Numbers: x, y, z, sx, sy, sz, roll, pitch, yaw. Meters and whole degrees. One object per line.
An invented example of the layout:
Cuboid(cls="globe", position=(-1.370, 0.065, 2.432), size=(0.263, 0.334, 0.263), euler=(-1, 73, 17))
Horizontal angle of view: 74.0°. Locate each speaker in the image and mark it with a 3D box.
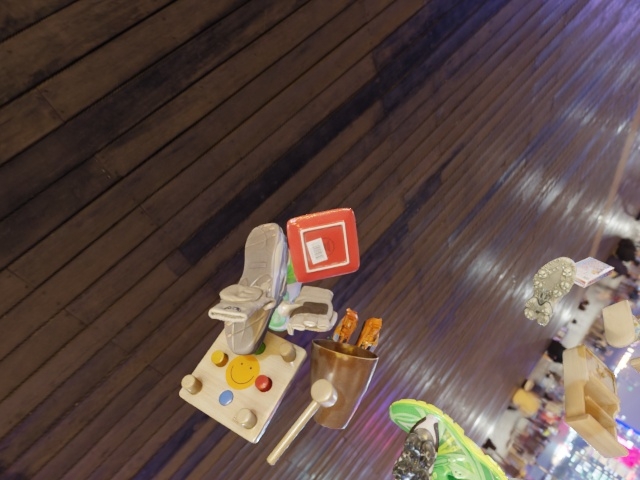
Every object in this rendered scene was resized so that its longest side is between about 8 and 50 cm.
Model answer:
Cuboid(cls="speaker", position=(-0.128, 0.173, 1.398), size=(0.131, 0.131, 0.297), euler=(-30, 148, -32))

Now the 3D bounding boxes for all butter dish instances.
Cuboid(cls="butter dish", position=(0.000, 0.000, 1.010), size=(0.159, 0.118, 0.160), euler=(-12, 110, -9))

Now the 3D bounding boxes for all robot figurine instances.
Cuboid(cls="robot figurine", position=(0.128, 0.411, 1.709), size=(0.085, 0.210, 0.291), euler=(-72, 180, -57))

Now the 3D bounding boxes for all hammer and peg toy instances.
Cuboid(cls="hammer and peg toy", position=(-0.157, 0.367, 1.079), size=(0.266, 0.360, 0.127), euler=(-56, 151, -27))

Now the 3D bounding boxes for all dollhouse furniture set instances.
Cuboid(cls="dollhouse furniture set", position=(0.865, 0.373, 1.100), size=(0.394, 0.362, 0.257), euler=(-39, -166, 43))

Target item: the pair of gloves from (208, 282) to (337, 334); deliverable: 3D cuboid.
Cuboid(cls="pair of gloves", position=(-0.086, 0.135, 0.857), size=(0.239, 0.204, 0.042), euler=(6, 102, -3))

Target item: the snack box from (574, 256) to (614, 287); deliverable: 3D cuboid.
Cuboid(cls="snack box", position=(0.687, 0.079, 1.092), size=(0.178, 0.064, 0.022), euler=(-10, 122, -37))

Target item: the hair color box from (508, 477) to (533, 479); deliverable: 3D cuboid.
Cuboid(cls="hair color box", position=(0.602, 0.805, 1.254), size=(0.347, 0.105, 0.174), euler=(74, 12, -63))

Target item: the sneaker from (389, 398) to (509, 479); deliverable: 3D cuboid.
Cuboid(cls="sneaker", position=(0.263, 0.463, 0.918), size=(0.123, 0.295, 0.110), euler=(-34, 146, -32))

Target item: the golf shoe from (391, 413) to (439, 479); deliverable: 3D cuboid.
Cuboid(cls="golf shoe", position=(0.200, 0.425, 0.847), size=(0.094, 0.077, 0.198), euler=(-43, 150, -44))

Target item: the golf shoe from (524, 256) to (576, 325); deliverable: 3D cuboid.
Cuboid(cls="golf shoe", position=(0.490, 0.094, 0.898), size=(0.086, 0.069, 0.176), euler=(-31, 143, -36))

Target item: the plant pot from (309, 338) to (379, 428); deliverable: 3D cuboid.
Cuboid(cls="plant pot", position=(0.051, 0.450, 1.324), size=(0.215, 0.215, 0.231), euler=(18, 84, -52))

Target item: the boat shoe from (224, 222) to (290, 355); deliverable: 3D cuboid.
Cuboid(cls="boat shoe", position=(-0.141, 0.130, 1.115), size=(0.130, 0.132, 0.356), euler=(45, 51, -51))
